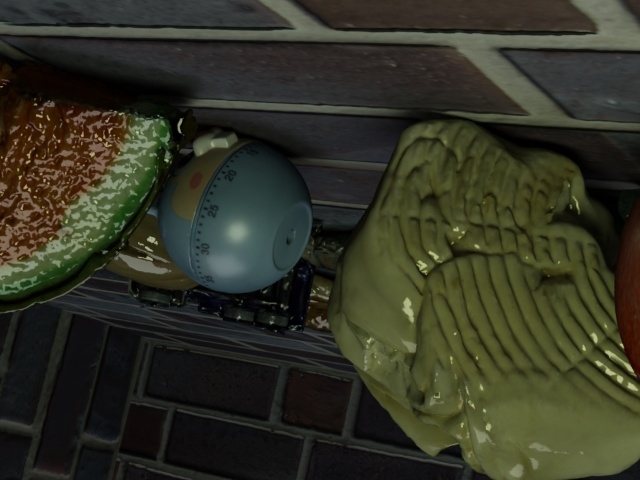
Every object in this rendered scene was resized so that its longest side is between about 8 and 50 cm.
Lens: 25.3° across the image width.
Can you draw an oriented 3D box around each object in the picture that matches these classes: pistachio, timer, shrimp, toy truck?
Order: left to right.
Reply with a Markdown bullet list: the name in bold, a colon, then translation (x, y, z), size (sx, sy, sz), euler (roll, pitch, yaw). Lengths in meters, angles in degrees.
- **pistachio**: translation (-0.231, -0.010, 1.864), size (0.226, 0.136, 0.136), euler (21, 169, -10)
- **timer**: translation (-0.123, -0.057, 1.462), size (0.255, 0.175, 0.175), euler (41, 175, 11)
- **toy truck**: translation (-0.145, 0.063, 2.151), size (0.267, 0.124, 0.155), euler (11, 175, 2)
- **shrimp**: translation (0.000, 0.000, 1.846), size (0.126, 0.048, 0.223), euler (28, 167, -21)

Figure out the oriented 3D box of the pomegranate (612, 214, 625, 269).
- **pomegranate**: translation (0.288, 0.068, 1.392), size (0.301, 0.236, 0.236), euler (-12, 156, 40)

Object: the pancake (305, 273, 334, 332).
- **pancake**: translation (0.006, 0.109, 2.388), size (0.356, 0.065, 0.356), euler (9, 169, 2)

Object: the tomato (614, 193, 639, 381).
- **tomato**: translation (0.343, 0.044, 1.046), size (0.264, 0.265, 0.265), euler (12, 170, 2)

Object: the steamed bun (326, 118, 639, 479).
- **steamed bun**: translation (0.147, 0.071, 1.224), size (0.289, 0.276, 0.203), euler (26, 151, -3)

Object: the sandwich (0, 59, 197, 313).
- **sandwich**: translation (-0.257, -0.062, 1.362), size (0.212, 0.292, 0.109), euler (27, -154, -6)

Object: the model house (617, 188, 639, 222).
- **model house**: translation (0.314, -0.015, 1.272), size (0.083, 0.066, 0.078), euler (8, 166, 39)
